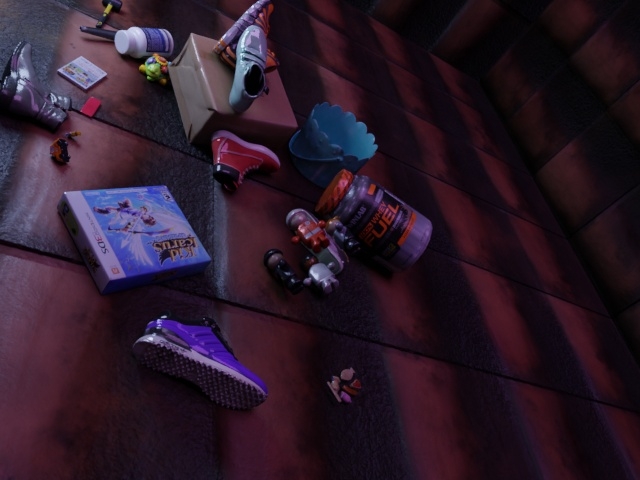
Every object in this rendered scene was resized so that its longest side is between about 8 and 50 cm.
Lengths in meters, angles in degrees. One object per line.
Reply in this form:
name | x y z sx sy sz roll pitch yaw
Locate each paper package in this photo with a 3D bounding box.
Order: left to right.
paper package | -0.273 -0.451 1.791 0.325 0.168 0.309 -1 64 -44

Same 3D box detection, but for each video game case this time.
video game case | -0.673 -0.474 1.615 0.087 0.011 0.122 34 35 -11
video game case | -0.423 -0.013 1.314 0.270 0.061 0.244 -12 62 -49

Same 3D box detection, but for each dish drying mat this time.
dish drying mat | -0.622 -0.361 1.545 0.032 0.008 0.083 26 39 -19

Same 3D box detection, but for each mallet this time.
mallet | -0.692 -0.741 1.867 0.063 0.039 0.189 16 46 -26

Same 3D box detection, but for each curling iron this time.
curling iron | -0.643 -0.656 1.818 0.068 0.035 0.274 48 35 16

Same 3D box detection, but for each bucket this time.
bucket | 0.038 -0.322 1.972 0.281 0.183 0.281 25 37 -21

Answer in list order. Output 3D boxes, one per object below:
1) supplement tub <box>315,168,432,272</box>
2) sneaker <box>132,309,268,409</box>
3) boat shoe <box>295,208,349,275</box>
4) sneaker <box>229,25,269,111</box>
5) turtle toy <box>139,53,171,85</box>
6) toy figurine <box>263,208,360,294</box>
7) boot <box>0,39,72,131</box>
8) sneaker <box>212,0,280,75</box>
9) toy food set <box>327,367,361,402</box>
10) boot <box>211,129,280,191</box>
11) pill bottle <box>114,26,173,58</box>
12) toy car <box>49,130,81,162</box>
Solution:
supplement tub | 0.164 -0.065 1.795 0.338 0.207 0.207 33 36 -10
sneaker | -0.228 0.234 1.196 0.294 0.102 0.146 32 35 -13
boat shoe | 0.000 0.000 1.686 0.227 0.081 0.069 56 34 8
sneaker | -0.180 -0.495 1.591 0.094 0.151 0.255 13 82 -25
turtle toy | -0.512 -0.538 1.786 0.095 0.066 0.130 30 36 -15
toy figurine | -0.023 0.030 1.521 0.210 0.213 0.148 4 33 -45
boot | -0.712 -0.383 1.440 0.161 0.083 0.246 22 45 -36
sneaker | -0.196 -0.611 1.773 0.180 0.125 0.321 43 52 -20
toy food set | 0.060 0.362 1.404 0.122 0.019 0.077 -4 55 -55
boot | -0.221 -0.207 1.708 0.244 0.088 0.176 18 55 -41
pill bottle | -0.561 -0.628 1.812 0.094 0.094 0.169 50 36 13
toy car | -0.623 -0.227 1.393 0.041 0.060 0.122 -8 22 5
